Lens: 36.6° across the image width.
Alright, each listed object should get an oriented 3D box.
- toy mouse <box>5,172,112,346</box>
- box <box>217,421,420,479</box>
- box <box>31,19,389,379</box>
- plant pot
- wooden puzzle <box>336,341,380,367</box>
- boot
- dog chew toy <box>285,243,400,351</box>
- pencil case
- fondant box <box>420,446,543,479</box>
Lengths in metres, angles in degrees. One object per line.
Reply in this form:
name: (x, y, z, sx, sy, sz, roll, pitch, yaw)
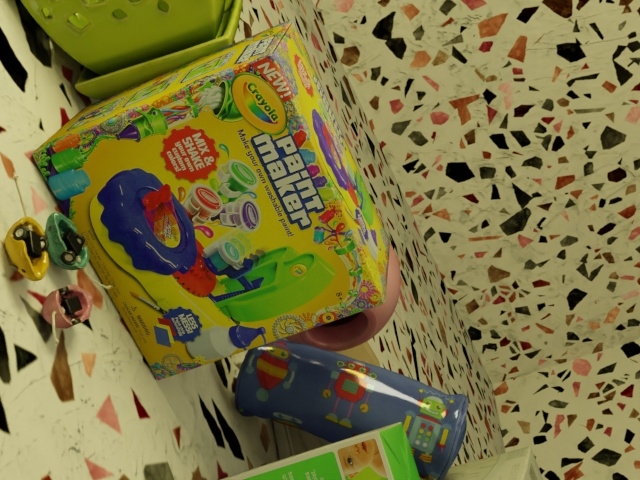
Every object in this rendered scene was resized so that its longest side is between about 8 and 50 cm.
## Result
toy mouse: (-0.251, 0.032, 0.927, 0.143, 0.031, 0.161, 36, 37, -66)
box: (0.013, 0.361, 1.061, 0.127, 0.231, 0.262, 22, 50, -72)
box: (-0.105, -0.045, 1.073, 0.177, 0.279, 0.290, -77, 144, -66)
plant pot: (-0.213, -0.304, 1.147, 0.227, 0.228, 0.207, -91, 163, -59)
wooden puzzle: (0.019, 0.215, 1.589, 0.221, 0.044, 0.238, 60, 34, -35)
boot: (-0.007, 0.232, 1.380, 0.095, 0.123, 0.258, 32, 40, -68)
dog chew toy: (0.000, 0.000, 1.436, 0.206, 0.206, 0.332, 55, 17, -45)
pencil case: (0.036, 0.216, 1.262, 0.133, 0.306, 0.119, 97, 13, -52)
fondant box: (0.119, 0.371, 1.235, 0.238, 0.330, 0.096, -1, 73, -75)
